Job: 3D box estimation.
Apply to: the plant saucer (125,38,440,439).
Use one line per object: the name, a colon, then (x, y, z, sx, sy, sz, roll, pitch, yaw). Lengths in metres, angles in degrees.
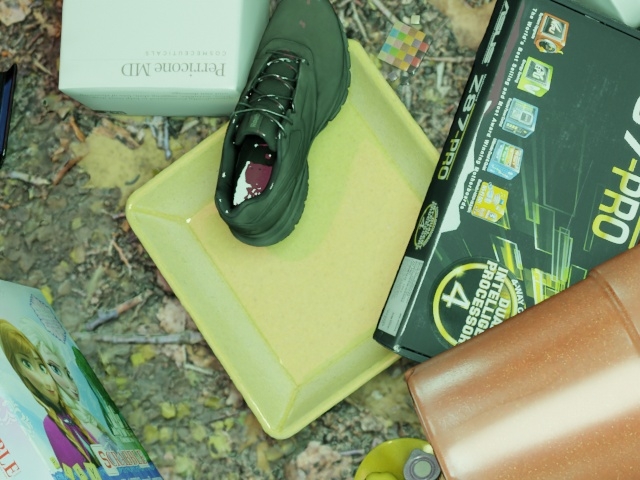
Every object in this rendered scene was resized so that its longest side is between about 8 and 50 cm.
plant saucer: (0.000, 0.000, 1.512, 0.332, 0.081, 0.333, -36, 77, 6)

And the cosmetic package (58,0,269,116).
cosmetic package: (-0.171, -0.342, 1.551, 0.217, 0.156, 0.385, -1, 82, 10)

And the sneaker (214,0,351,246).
sneaker: (-0.043, -0.137, 1.431, 0.109, 0.130, 0.286, 11, 84, 15)

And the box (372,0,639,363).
box: (0.269, -0.022, 1.389, 0.318, 0.097, 0.395, 21, 88, -15)

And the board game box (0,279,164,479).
board game box: (-0.303, 0.179, 1.432, 0.066, 0.318, 0.318, -37, 78, 4)

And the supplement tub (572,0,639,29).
supplement tub: (0.370, -0.396, 1.403, 0.325, 0.235, 0.235, -44, 77, 4)

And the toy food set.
toy food set: (0.130, 0.302, 1.451, 0.217, 0.071, 0.128, 29, 90, 13)

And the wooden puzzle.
wooden puzzle: (0.098, -0.223, 1.556, 0.049, 0.006, 0.083, 28, 90, 14)

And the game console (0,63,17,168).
game console: (-0.410, -0.152, 1.620, 0.107, 0.071, 0.122, 6, 84, 12)

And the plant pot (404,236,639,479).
plant pot: (0.233, 0.165, 1.226, 0.265, 0.272, 0.272, -23, 79, 1)
